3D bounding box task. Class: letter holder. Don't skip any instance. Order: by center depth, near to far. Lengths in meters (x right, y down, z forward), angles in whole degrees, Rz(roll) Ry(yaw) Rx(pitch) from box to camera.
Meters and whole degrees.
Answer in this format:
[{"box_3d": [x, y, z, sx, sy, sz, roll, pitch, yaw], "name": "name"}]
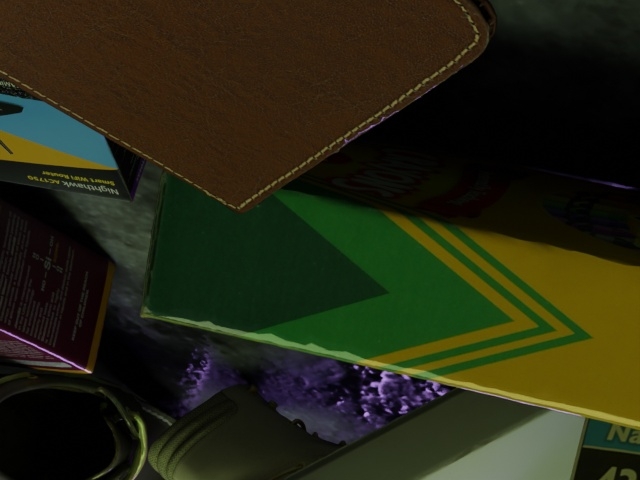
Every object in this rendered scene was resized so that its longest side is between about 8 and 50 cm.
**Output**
[{"box_3d": [-0.082, -0.174, 0.755, 0.302, 0.152, 0.214, 30, 148, -21], "name": "letter holder"}]

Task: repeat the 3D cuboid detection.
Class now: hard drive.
[{"box_3d": [0.092, 0.206, 1.289, 0.233, 0.047, 0.353, -27, 150, -9], "name": "hard drive"}]

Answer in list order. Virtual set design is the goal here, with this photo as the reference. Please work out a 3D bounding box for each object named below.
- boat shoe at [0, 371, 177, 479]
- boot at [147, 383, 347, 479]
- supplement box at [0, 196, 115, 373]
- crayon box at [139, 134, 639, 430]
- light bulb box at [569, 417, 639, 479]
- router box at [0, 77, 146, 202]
[{"box_3d": [-0.182, 0.149, 1.353, 0.091, 0.109, 0.305, 6, 173, 34], "name": "boat shoe"}, {"box_3d": [0.000, 0.156, 1.350, 0.165, 0.213, 0.077, 38, 138, 49], "name": "boot"}, {"box_3d": [-0.227, 0.022, 1.211, 0.104, 0.081, 0.188, 3, 164, 25], "name": "supplement box"}, {"box_3d": [0.093, 0.015, 0.949, 0.318, 0.081, 0.202, 12, -168, 10], "name": "crayon box"}, {"box_3d": [0.310, 0.243, 1.044, 0.358, 0.361, 0.225, 7, 148, 20], "name": "light bulb box"}, {"box_3d": [-0.198, -0.086, 1.083, 0.179, 0.046, 0.133, 10, 152, 16], "name": "router box"}]
